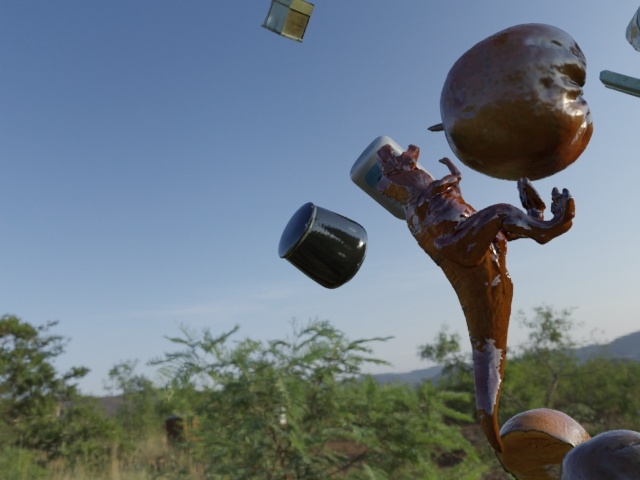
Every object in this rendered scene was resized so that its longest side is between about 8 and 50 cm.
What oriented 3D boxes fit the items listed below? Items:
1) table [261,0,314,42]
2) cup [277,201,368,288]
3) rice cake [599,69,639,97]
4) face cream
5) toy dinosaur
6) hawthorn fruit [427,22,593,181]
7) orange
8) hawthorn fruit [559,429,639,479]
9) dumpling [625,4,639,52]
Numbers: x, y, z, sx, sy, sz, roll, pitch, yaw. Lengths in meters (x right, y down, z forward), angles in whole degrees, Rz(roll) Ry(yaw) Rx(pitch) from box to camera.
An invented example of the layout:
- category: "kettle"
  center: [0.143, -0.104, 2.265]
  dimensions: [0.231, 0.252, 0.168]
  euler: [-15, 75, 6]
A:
- category: "table"
  center: [-0.069, -0.477, 1.170]
  dimensions: [0.079, 0.062, 0.083]
  euler: [-8, -53, -54]
- category: "cup"
  center: [0.000, 0.000, 1.282]
  dimensions: [0.177, 0.223, 0.169]
  euler: [27, -71, -18]
- category: "rice cake"
  center: [0.820, -0.380, 1.390]
  dimensions: [0.222, 0.042, 0.080]
  euler: [32, 12, 37]
- category: "face cream"
  center: [0.248, -0.143, 1.589]
  dimensions: [0.337, 0.163, 0.080]
  euler: [38, 7, -20]
- category: "toy dinosaur"
  center: [0.210, 0.010, 0.684]
  dimensions: [0.208, 0.431, 0.097]
  euler: [-26, -29, 9]
- category: "hawthorn fruit"
  center: [0.330, -0.236, 1.008]
  dimensions: [0.299, 0.276, 0.277]
  euler: [-6, -15, 33]
- category: "orange"
  center: [0.643, 0.606, 1.545]
  dimensions: [0.311, 0.274, 0.274]
  euler: [16, -26, -28]
- category: "hawthorn fruit"
  center: [0.618, 0.519, 1.113]
  dimensions: [0.268, 0.267, 0.301]
  euler: [-2, 6, -11]
- category: "dumpling"
  center: [0.706, -0.460, 1.071]
  dimensions: [0.124, 0.151, 0.228]
  euler: [6, -44, -20]
